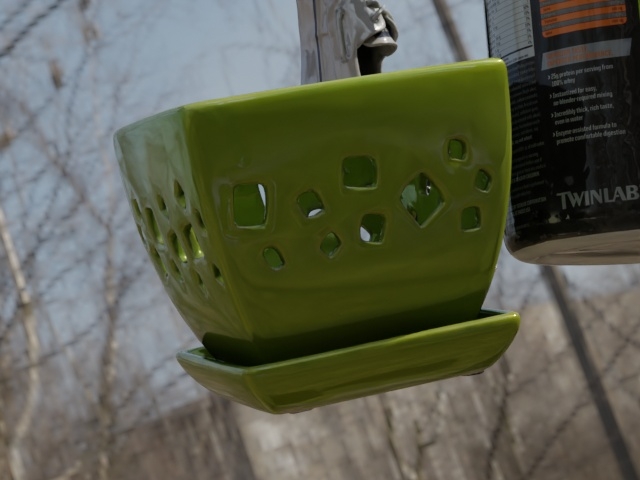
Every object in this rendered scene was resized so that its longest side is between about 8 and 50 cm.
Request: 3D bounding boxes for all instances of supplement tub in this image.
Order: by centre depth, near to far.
[{"bbox_3d":[0.218,-0.146,1.196,0.193,0.316,0.193,-3,-8,0],"label":"supplement tub"}]

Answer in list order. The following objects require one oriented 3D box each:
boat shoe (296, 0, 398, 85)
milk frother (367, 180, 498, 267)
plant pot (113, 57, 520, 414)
[{"bbox_3d":[0.031,-0.184,1.498,0.084,0.258,0.095,-4,-2,23],"label":"boat shoe"},{"bbox_3d":[0.084,0.011,1.582,0.143,0.135,0.129,-32,20,5],"label":"milk frother"},{"bbox_3d":[0.000,0.000,1.117,0.227,0.207,0.228,-11,4,-18],"label":"plant pot"}]
